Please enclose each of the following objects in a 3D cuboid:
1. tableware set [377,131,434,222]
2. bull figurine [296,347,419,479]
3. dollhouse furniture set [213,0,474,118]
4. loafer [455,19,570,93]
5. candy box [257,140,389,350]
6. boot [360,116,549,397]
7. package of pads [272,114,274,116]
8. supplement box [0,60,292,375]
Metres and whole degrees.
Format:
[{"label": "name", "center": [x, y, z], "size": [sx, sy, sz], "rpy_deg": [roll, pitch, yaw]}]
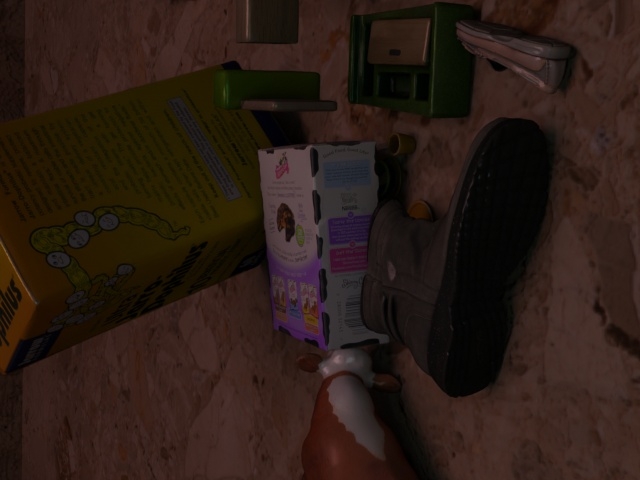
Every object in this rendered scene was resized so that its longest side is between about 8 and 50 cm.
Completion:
[{"label": "tableware set", "center": [0.073, -0.026, 0.954], "size": [0.104, 0.024, 0.154], "rpy_deg": [-1, 89, 62]}, {"label": "bull figurine", "center": [0.041, 0.245, 0.932], "size": [0.310, 0.101, 0.188], "rpy_deg": [-118, 35, -46]}, {"label": "dollhouse furniture set", "center": [0.014, -0.262, 0.866], "size": [0.151, 0.198, 0.301], "rpy_deg": [21, 112, 62]}, {"label": "loafer", "center": [0.148, -0.149, 0.795], "size": [0.125, 0.045, 0.039], "rpy_deg": [36, 128, 54]}, {"label": "candy box", "center": [0.000, 0.000, 1.001], "size": [0.165, 0.070, 0.196], "rpy_deg": [-170, 75, -69]}, {"label": "boot", "center": [0.093, -0.003, 0.838], "size": [0.161, 0.083, 0.246], "rpy_deg": [39, 125, 50]}, {"label": "package of pads", "center": [-0.097, -0.158, 1.248], "size": [0.083, 0.050, 0.032], "rpy_deg": [45, 128, 54]}, {"label": "supplement box", "center": [-0.217, -0.032, 1.105], "size": [0.195, 0.357, 0.194], "rpy_deg": [58, 144, 12]}]
